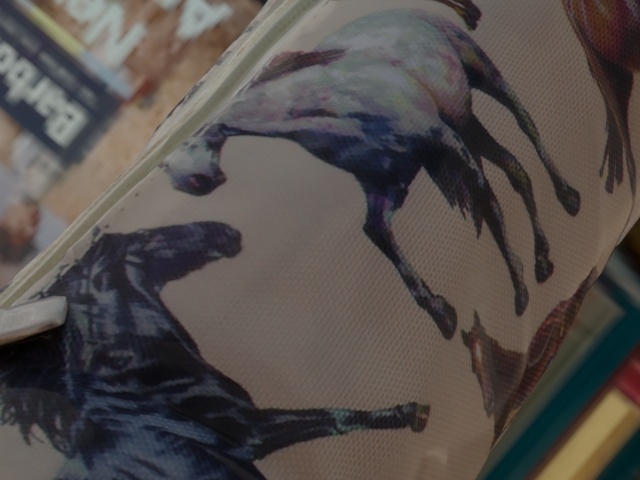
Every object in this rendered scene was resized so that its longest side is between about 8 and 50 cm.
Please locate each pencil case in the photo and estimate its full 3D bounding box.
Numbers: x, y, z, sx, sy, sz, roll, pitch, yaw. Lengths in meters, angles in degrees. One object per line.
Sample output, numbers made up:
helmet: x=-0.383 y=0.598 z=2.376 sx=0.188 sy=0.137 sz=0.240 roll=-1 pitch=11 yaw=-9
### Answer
pencil case: x=0.000 y=0.000 z=0.638 sx=0.160 sy=0.410 sz=0.183 roll=4 pitch=133 yaw=39
